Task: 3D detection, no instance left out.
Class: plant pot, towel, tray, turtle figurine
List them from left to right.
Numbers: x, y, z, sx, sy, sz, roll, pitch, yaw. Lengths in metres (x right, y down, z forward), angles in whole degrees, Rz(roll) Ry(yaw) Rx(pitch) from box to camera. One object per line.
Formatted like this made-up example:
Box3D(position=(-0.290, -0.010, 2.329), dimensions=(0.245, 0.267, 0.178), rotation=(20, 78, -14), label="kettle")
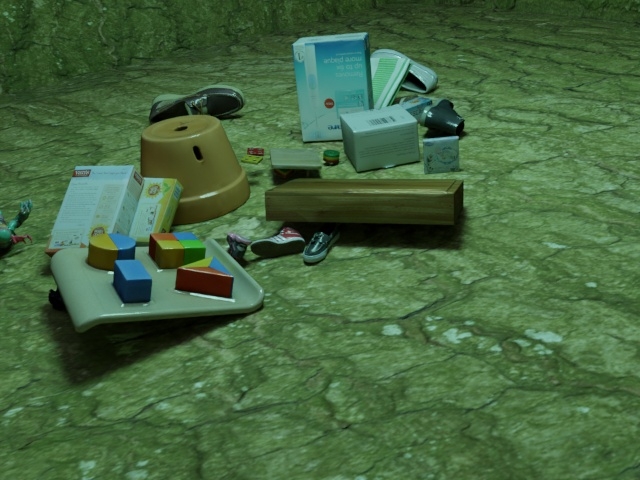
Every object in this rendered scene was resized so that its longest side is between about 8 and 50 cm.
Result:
Box3D(position=(-0.785, -0.033, 1.696), dimensions=(0.175, 0.118, 0.234), rotation=(-10, 7, -39), label="turtle figurine")
Box3D(position=(-0.338, -0.193, 1.802), dimensions=(0.290, 0.204, 0.291), rotation=(-6, 28, 3), label="plant pot")
Box3D(position=(0.124, -0.517, 2.366), dimensions=(0.324, 0.038, 0.248), rotation=(15, 71, 37), label="towel")
Box3D(position=(0.103, -0.093, 1.583), dimensions=(0.410, 0.076, 0.203), rotation=(1, 12, 17), label="tray")

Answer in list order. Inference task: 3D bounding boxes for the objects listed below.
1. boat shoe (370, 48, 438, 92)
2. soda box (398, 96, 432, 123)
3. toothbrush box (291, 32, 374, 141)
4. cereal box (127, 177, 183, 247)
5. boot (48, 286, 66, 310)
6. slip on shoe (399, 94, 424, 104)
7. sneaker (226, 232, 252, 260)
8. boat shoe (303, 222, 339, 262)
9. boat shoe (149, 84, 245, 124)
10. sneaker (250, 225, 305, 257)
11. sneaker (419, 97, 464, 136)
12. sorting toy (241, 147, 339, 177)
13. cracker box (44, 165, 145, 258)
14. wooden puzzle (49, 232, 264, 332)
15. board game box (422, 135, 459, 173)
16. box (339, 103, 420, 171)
Box3D(position=(0.284, -0.597, 2.525), dimensions=(0.267, 0.096, 0.088), rotation=(31, 49, 14), label="boat shoe")
Box3D(position=(0.265, -0.390, 2.192), dimensions=(0.183, 0.063, 0.058), rotation=(-25, 32, -31), label="soda box")
Box3D(position=(0.044, -0.458, 2.124), dimensions=(0.216, 0.296, 0.126), rotation=(0, 25, 12), label="toothbrush box")
Box3D(position=(-0.457, -0.067, 1.665), dimensions=(0.240, 0.047, 0.173), rotation=(4, 64, 20), label="cereal box")
Box3D(position=(-0.481, 0.106, 1.425), dimensions=(0.121, 0.045, 0.099), rotation=(7, 29, 37), label="boot")
Box3D(position=(0.298, -0.445, 2.311), dimensions=(0.041, 0.052, 0.135), rotation=(7, 22, 31), label="slip on shoe")
Box3D(position=(-0.183, 0.016, 1.527), dimensions=(0.047, 0.057, 0.119), rotation=(18, -2, -15), label="sneaker")
Box3D(position=(0.000, 0.000, 1.515), dimensions=(0.049, 0.040, 0.142), rotation=(6, 29, 24), label="boat shoe")
Box3D(position=(-0.431, -0.451, 2.447), dimensions=(0.341, 0.123, 0.123), rotation=(-3, 41, 8), label="boat shoe")
Box3D(position=(-0.096, 0.001, 1.535), dimensions=(0.118, 0.042, 0.067), rotation=(-4, 30, -11), label="sneaker")
Box3D(position=(0.383, -0.360, 2.113), dimensions=(0.118, 0.083, 0.222), rotation=(25, 30, 17), label="sneaker")
Box3D(position=(-0.079, -0.207, 1.920), dimensions=(0.274, 0.046, 0.132), rotation=(1, 26, -8), label="sorting toy")
Box3D(position=(-0.508, -0.058, 1.606), dimensions=(0.155, 0.067, 0.232), rotation=(2, 63, 17), label="cracker box")
Box3D(position=(-0.323, 0.057, 1.374), dimensions=(0.347, 0.081, 0.322), rotation=(-6, 24, -28), label="wooden puzzle")
Box3D(position=(0.310, -0.219, 1.814), dimensions=(0.090, 0.090, 0.020), rotation=(-5, 27, 4), label="board game box")
Box3D(position=(0.161, -0.284, 1.948), dimensions=(0.180, 0.119, 0.182), rotation=(-11, 26, -7), label="box")
